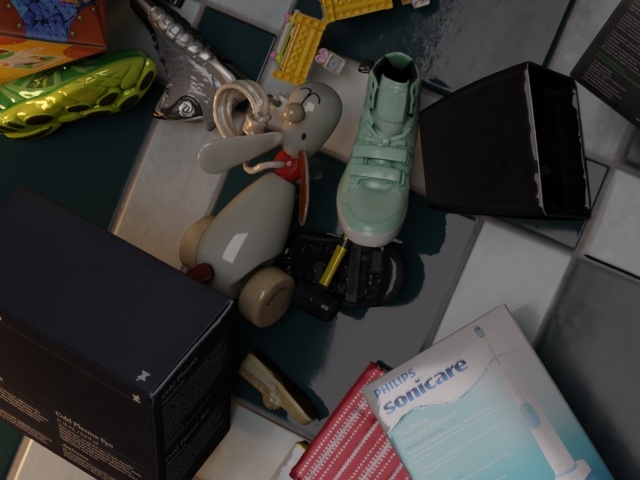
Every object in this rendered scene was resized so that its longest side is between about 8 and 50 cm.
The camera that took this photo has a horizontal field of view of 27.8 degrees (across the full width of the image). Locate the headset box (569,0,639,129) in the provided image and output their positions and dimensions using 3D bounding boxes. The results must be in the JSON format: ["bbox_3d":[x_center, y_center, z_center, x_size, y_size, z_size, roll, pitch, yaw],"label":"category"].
[{"bbox_3d":[0.462,-0.182,1.526,0.246,0.283,0.131,41,115,16],"label":"headset box"}]

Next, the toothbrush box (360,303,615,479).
[{"bbox_3d":[0.219,0.263,1.623,0.216,0.126,0.295,-32,74,2],"label":"toothbrush box"}]

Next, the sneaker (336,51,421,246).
[{"bbox_3d":[0.073,-0.124,1.641,0.094,0.151,0.256,7,53,6],"label":"sneaker"}]

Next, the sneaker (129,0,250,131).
[{"bbox_3d":[-0.216,-0.243,1.833,0.228,0.086,0.132,43,102,13],"label":"sneaker"}]

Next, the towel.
[{"bbox_3d":[0.121,0.315,1.709,0.275,0.031,0.199,35,83,16],"label":"towel"}]

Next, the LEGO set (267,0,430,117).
[{"bbox_3d":[0.019,-0.294,1.774,0.132,0.107,0.287,40,96,-20],"label":"LEGO set"}]

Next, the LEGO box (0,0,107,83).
[{"bbox_3d":[-0.521,-0.405,1.774,0.500,0.193,0.372,-7,85,44],"label":"LEGO box"}]

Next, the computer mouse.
[{"bbox_3d":[0.000,0.000,1.773,0.262,0.060,0.184,0,86,25],"label":"computer mouse"}]

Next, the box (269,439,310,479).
[{"bbox_3d":[0.014,0.366,1.757,0.179,0.043,0.105,37,97,17],"label":"box"}]

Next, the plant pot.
[{"bbox_3d":[0.230,-0.112,1.648,0.167,0.188,0.187,-8,86,30],"label":"plant pot"}]

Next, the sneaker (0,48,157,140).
[{"bbox_3d":[-0.366,-0.232,1.847,0.295,0.109,0.123,-12,73,30],"label":"sneaker"}]

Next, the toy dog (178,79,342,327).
[{"bbox_3d":[-0.096,-0.047,1.675,0.220,0.161,0.334,12,103,28],"label":"toy dog"}]

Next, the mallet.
[{"bbox_3d":[0.033,0.020,1.705,0.062,0.039,0.190,36,98,23],"label":"mallet"}]

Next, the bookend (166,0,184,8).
[{"bbox_3d":[-0.275,-0.407,1.819,0.156,0.157,0.072,30,97,17],"label":"bookend"}]

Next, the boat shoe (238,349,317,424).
[{"bbox_3d":[-0.060,0.211,1.786,0.135,0.050,0.045,45,104,24],"label":"boat shoe"}]

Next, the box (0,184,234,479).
[{"bbox_3d":[-0.301,0.149,1.706,0.343,0.312,0.179,28,55,16],"label":"box"}]
